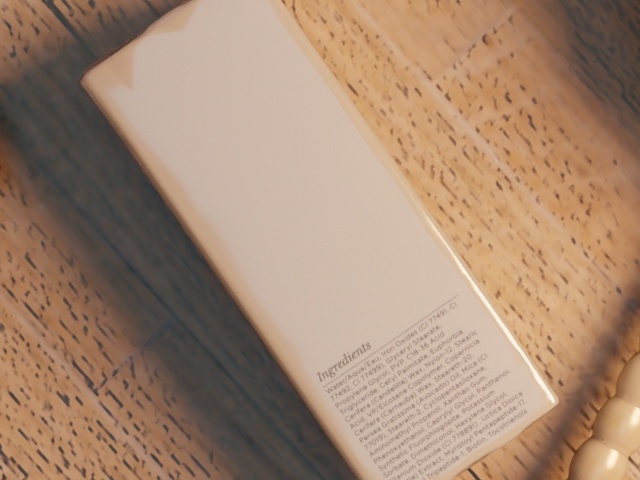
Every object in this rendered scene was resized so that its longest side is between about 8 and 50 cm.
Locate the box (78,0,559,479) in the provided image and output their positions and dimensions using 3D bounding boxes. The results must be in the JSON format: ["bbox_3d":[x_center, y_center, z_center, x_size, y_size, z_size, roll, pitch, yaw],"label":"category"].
[{"bbox_3d":[0.000,0.000,0.965,0.113,0.094,0.275,-33,89,2],"label":"box"}]

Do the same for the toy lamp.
[{"bbox_3d":[0.160,0.090,0.971,0.080,0.080,0.274,30,89,1],"label":"toy lamp"}]
